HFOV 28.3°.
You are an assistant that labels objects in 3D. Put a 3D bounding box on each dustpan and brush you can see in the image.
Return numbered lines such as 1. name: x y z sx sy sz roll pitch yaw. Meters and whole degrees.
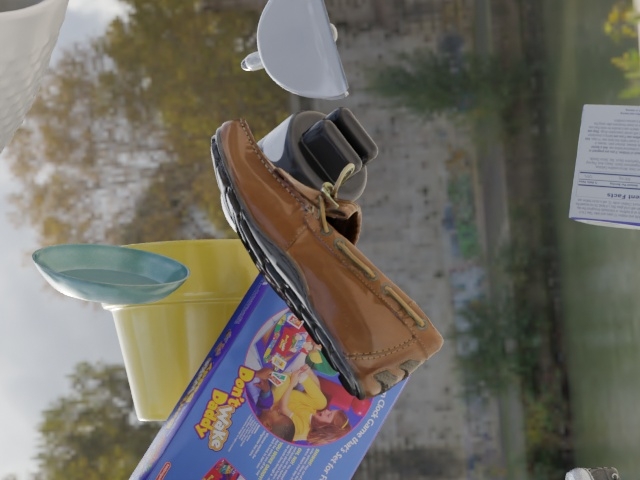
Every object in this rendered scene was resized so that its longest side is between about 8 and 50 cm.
1. dustpan and brush: -0.040 -0.220 1.449 0.060 0.211 0.147 -20 -83 -43

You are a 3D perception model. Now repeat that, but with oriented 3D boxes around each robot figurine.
1. robot figurine: -0.036 -0.097 2.035 0.209 0.278 0.173 14 -127 -40

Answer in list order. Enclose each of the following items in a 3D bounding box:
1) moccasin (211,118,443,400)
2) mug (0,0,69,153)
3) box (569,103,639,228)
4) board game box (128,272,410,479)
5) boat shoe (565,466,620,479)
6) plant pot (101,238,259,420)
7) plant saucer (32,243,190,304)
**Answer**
1. moccasin: -0.001 -0.002 1.442 0.380 0.147 0.139 52 168 32
2. mug: -0.411 -0.225 1.397 0.374 0.276 0.328 -42 -13 -48
3. box: 0.365 -0.082 1.456 0.072 0.126 0.137 11 -94 -54
4. board game box: -0.058 0.234 1.633 0.347 0.233 0.078 -58 15 -14
5. boat shoe: 0.226 0.238 0.962 0.049 0.040 0.142 101 158 -61
6. plant pot: -0.177 0.127 1.770 0.254 0.254 0.239 38 -132 -81
7. plant saucer: -0.159 0.027 0.962 0.119 0.119 0.021 -64 -17 -77
